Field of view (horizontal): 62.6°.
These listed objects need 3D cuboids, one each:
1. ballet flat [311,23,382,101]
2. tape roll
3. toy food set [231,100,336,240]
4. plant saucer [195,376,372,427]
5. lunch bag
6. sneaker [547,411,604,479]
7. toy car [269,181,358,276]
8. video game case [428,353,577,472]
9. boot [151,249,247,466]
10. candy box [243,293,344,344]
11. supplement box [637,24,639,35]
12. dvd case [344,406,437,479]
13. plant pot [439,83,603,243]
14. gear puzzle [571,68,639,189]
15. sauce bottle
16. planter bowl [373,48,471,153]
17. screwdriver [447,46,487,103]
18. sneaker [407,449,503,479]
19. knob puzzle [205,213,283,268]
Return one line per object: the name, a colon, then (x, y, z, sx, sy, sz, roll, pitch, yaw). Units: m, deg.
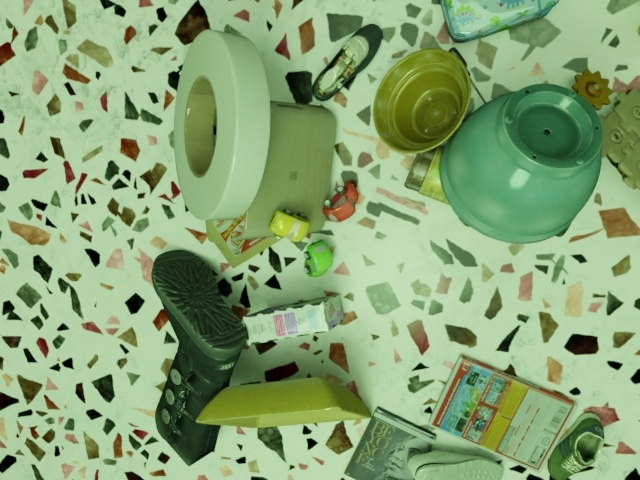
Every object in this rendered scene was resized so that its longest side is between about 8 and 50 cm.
ballet flat: (0.056, -0.383, 1.139, 0.074, 0.074, 0.203, 45, 108, 0)
tape roll: (-0.220, -0.234, 1.102, 0.072, 0.392, 0.391, -3, 107, -32)
toy food set: (-0.088, -0.151, 1.167, 0.092, 0.220, 0.305, 21, 110, 47)
plant saucer: (-0.073, 0.390, 1.256, 0.333, 0.333, 0.080, -11, 66, 14)
lunch bag: (0.345, -0.504, 1.034, 0.219, 0.090, 0.176, -16, 100, 16)
sneaker: (0.589, 0.492, 1.211, 0.064, 0.086, 0.192, 26, 107, 6)
toy car: (0.000, 0.000, 1.206, 0.053, 0.239, 0.224, 38, 142, 41)
video game case: (0.431, 0.416, 1.263, 0.285, 0.025, 0.203, 22, 107, 7)
boot: (-0.347, 0.300, 1.348, 0.367, 0.146, 0.445, 50, 136, 38)
candy box: (-0.058, 0.184, 1.242, 0.196, 0.165, 0.070, -13, 87, 16)
supplement box: (0.793, -0.411, 0.898, 0.357, 0.194, 0.195, 20, 107, 7)
dvd case: (0.177, 0.554, 1.356, 0.165, 0.018, 0.221, 24, 107, 6)
plant pot: (0.390, -0.162, 0.977, 0.293, 0.196, 0.292, 1, 70, -2)
gear puzzle: (0.612, -0.197, 1.042, 0.175, 0.044, 0.339, -43, 91, -16)
sauce bottle: (0.356, -0.102, 1.117, 0.345, 0.111, 0.111, 21, 106, 6)
planter bowl: (0.224, -0.277, 1.097, 0.217, 0.090, 0.217, -6, 80, 36)
screwdriver: (0.323, -0.337, 1.120, 0.024, 0.025, 0.169, -34, 102, 17)
sneaker: (0.331, 0.553, 1.289, 0.235, 0.095, 0.090, 8, 97, -10)
knob puzzle: (-0.199, -0.053, 1.295, 0.213, 0.030, 0.213, 3, 104, 13)
